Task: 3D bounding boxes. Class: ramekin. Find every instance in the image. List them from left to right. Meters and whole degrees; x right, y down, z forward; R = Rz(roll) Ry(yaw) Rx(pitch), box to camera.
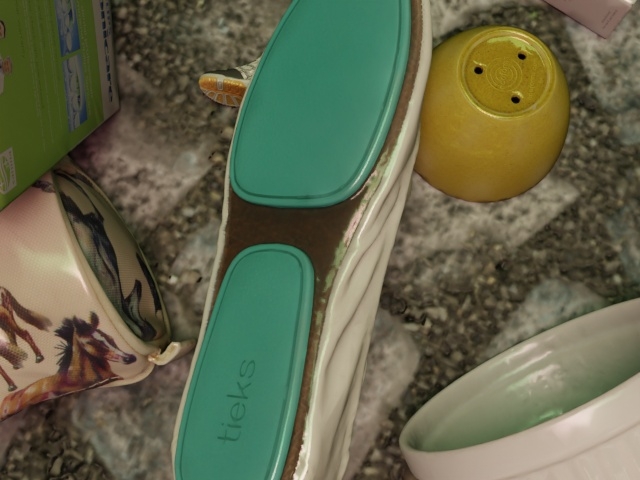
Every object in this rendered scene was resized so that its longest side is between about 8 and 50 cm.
[{"bbox_3d":[0.163,0.126,0.512,0.207,0.207,0.109,-27,90,-6],"label":"ramekin"}]

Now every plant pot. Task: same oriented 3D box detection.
[{"bbox_3d":[0.127,-0.105,0.610,0.134,0.095,0.134,0,78,0],"label":"plant pot"}]

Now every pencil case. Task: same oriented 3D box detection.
[{"bbox_3d":[-0.298,0.090,0.538,0.410,0.160,0.184,-25,97,-5],"label":"pencil case"}]

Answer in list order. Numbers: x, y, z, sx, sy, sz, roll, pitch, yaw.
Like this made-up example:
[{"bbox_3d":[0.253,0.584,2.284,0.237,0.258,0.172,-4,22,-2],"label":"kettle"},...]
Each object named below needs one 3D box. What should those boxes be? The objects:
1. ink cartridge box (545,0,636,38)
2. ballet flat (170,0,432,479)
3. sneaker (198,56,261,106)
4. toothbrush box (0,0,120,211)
[{"bbox_3d":[0.186,-0.258,0.660,0.180,0.060,0.104,35,81,7],"label":"ink cartridge box"},{"bbox_3d":[0.000,0.000,0.576,0.139,0.139,0.400,13,78,3],"label":"ballet flat"},{"bbox_3d":[-0.053,-0.127,0.652,0.083,0.032,0.037,4,64,-4],"label":"sneaker"},{"bbox_3d":[-0.258,-0.109,0.508,0.206,0.283,0.122,-1,111,-1],"label":"toothbrush box"}]
